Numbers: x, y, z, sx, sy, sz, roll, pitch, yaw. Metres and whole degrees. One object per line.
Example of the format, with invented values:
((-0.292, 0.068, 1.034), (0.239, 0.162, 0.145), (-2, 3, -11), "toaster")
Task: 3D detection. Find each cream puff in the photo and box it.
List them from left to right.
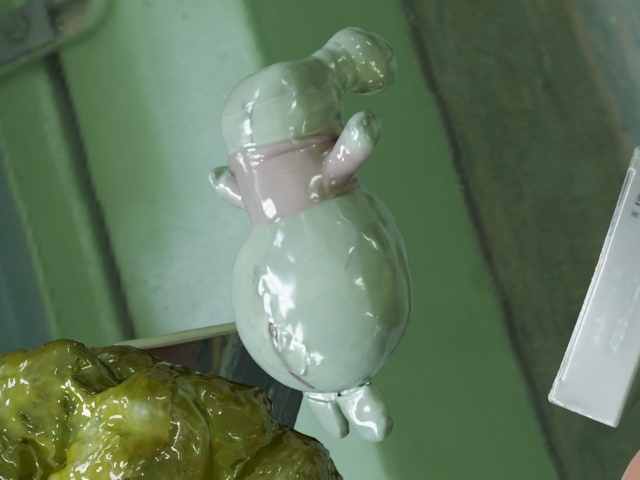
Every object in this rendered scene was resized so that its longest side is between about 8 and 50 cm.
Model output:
((-0.082, 0.157, 0.717), (0.244, 0.244, 0.196), (-6, 66, 29), "cream puff")

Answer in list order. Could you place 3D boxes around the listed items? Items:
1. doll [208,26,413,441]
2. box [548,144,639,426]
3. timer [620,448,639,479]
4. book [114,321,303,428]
((-0.010, -0.004, 0.958), (0.155, 0.113, 0.275), (-12, 78, 46), "doll")
((0.298, 0.003, 1.222), (0.069, 0.353, 0.214), (22, 110, 18), "box")
((0.397, 0.278, 1.409), (0.229, 0.229, 0.215), (31, 142, 25), "timer")
((-0.137, 0.217, 1.699), (0.028, 0.374, 0.263), (27, 109, 30), "book")
